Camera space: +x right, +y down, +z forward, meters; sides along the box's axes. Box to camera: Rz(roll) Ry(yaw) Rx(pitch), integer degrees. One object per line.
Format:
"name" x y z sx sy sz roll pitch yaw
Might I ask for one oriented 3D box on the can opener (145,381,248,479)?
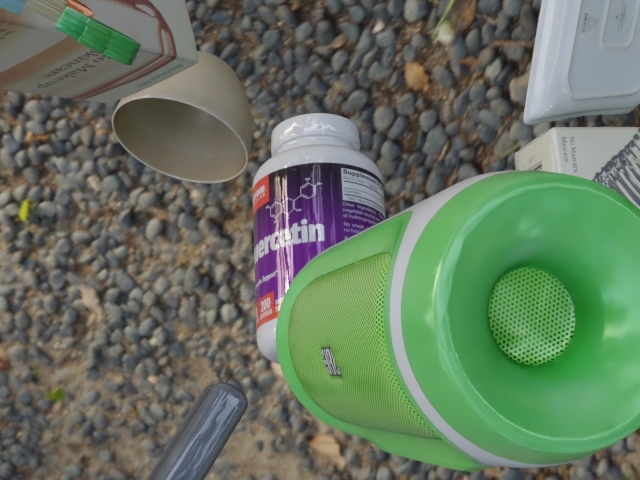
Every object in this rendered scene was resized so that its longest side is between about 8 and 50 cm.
"can opener" -0.189 0.263 1.050 0.095 0.283 0.076 37 157 -11

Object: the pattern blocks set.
"pattern blocks set" -0.268 -0.213 0.685 0.325 0.285 0.026 33 98 20

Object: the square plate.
"square plate" 0.477 -0.367 1.630 0.049 0.344 0.347 24 115 42

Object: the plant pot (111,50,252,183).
"plant pot" -0.263 -0.275 2.032 0.284 0.191 0.284 11 150 6

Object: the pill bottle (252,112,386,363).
"pill bottle" 0.000 0.000 1.324 0.181 0.181 0.323 -12 66 19

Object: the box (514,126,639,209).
"box" 0.329 -0.044 0.924 0.275 0.094 0.113 -3 79 -12

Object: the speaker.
"speaker" 0.059 0.047 0.519 0.131 0.296 0.131 2 82 -14

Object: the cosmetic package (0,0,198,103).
"cosmetic package" -0.281 -0.233 1.010 0.153 0.296 0.129 -19 83 31
